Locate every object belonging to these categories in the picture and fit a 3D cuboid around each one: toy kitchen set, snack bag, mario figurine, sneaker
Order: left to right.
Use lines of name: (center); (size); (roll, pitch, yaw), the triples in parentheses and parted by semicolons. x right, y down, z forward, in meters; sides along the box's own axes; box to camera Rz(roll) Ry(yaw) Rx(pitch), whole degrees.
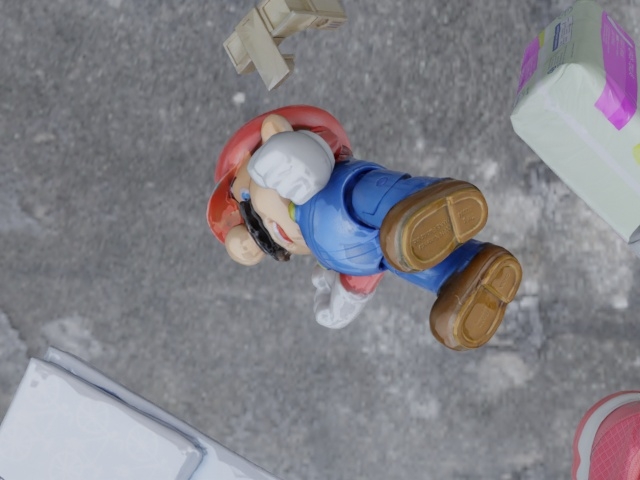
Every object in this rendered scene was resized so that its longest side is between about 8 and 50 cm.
snack bag: (-0.173, 0.313, 1.111); (0.342, 0.037, 0.323); (28, 95, 7)
toy kitchen set: (-0.024, -0.169, 1.091); (0.075, 0.068, 0.083); (-8, 155, -49)
mario figurine: (0.000, 0.000, 0.979); (0.170, 0.320, 0.198); (-8, 109, -30)
sneaker: (0.248, 0.272, 0.958); (0.115, 0.314, 0.136); (-1, 172, -2)

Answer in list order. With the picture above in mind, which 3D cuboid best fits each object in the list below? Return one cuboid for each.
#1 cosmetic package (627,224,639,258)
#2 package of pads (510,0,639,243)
cosmetic package: (0.254, -0.049, 0.543); (0.117, 0.085, 0.231); (42, 93, 7)
package of pads: (0.317, -0.082, 1.207); (0.296, 0.229, 0.101); (44, 117, -9)
